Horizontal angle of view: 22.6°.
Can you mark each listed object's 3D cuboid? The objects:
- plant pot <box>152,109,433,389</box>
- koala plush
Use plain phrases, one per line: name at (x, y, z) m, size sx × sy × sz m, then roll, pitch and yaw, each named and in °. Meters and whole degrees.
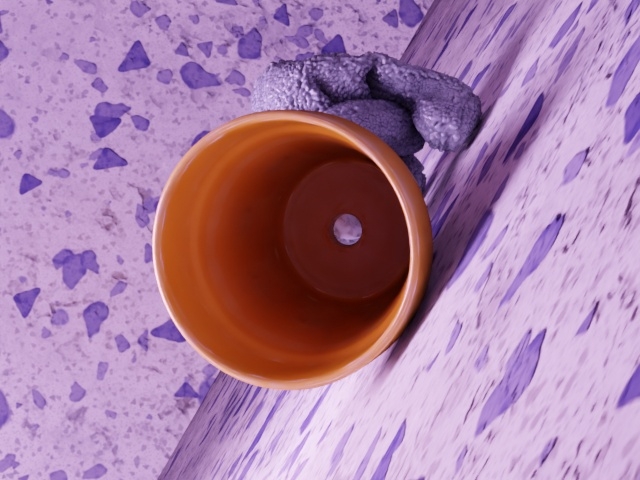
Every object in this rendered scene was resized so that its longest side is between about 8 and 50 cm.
plant pot at (0.000, 0.000, 1.246) m, size 0.205 × 0.205 × 0.188 m, roll -58°, pitch -12°, yaw 14°
koala plush at (0.015, -0.045, 1.468) m, size 0.196 × 0.203 × 0.221 m, roll 125°, pitch 163°, yaw -52°
